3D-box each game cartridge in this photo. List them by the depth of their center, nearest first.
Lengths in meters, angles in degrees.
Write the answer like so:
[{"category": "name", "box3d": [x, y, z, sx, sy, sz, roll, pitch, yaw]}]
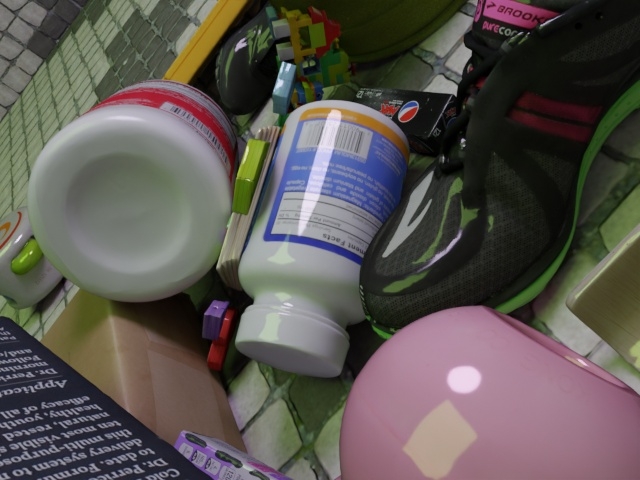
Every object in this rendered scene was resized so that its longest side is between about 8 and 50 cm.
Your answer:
[{"category": "game cartridge", "box3d": [-0.197, -0.386, 1.214, 0.285, 0.052, 0.324, -52, 14, 5]}]

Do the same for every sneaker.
[{"category": "sneaker", "box3d": [0.170, -0.129, 0.572, 0.483, 0.202, 0.185, -55, 36, 1]}, {"category": "sneaker", "box3d": [-0.071, -0.334, 1.086, 0.130, 0.109, 0.286, 24, 86, 45]}]

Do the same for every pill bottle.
[{"category": "pill bottle", "box3d": [0.000, 0.000, 0.710, 0.152, 0.152, 0.272, -9, 57, 45]}, {"category": "pill bottle", "box3d": [-0.228, -0.097, 0.914, 0.229, 0.229, 0.408, -47, 17, 12]}]

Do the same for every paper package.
[{"category": "paper package", "box3d": [-0.270, 0.246, 0.819, 0.309, 0.168, 0.325, -50, 38, 11]}]

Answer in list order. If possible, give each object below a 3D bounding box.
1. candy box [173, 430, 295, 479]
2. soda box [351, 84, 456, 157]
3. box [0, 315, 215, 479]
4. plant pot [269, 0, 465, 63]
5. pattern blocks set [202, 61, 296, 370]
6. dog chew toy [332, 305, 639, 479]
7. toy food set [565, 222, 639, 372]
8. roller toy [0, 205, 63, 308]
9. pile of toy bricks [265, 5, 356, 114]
[{"category": "candy box", "box3d": [-0.072, 0.289, 0.591, 0.196, 0.070, 0.165, 17, 75, 30]}, {"category": "soda box", "box3d": [0.100, -0.142, 0.784, 0.169, 0.053, 0.060, 24, 83, 54]}, {"category": "box", "box3d": [-0.259, 0.356, 0.409, 0.471, 0.297, 0.480, 21, 104, 39]}, {"category": "plant pot", "box3d": [-0.005, -0.465, 0.815, 0.366, 0.353, 0.367, -10, 72, 32]}, {"category": "pattern blocks set", "box3d": [-0.084, -0.031, 0.780, 0.285, 0.026, 0.325, 105, -179, -62]}, {"category": "dog chew toy", "box3d": [0.076, 0.214, 0.439, 0.206, 0.206, 0.332, 36, 100, 53]}, {"category": "toy food set", "box3d": [0.316, 0.051, 0.364, 0.220, 0.092, 0.306, -48, 37, 10]}, {"category": "roller toy", "box3d": [-0.620, 0.038, 1.384, 0.191, 0.146, 0.209, -32, 36, 15]}, {"category": "pile of toy bricks", "box3d": [-0.003, -0.228, 0.891, 0.105, 0.212, 0.118, -13, 45, -4]}]
